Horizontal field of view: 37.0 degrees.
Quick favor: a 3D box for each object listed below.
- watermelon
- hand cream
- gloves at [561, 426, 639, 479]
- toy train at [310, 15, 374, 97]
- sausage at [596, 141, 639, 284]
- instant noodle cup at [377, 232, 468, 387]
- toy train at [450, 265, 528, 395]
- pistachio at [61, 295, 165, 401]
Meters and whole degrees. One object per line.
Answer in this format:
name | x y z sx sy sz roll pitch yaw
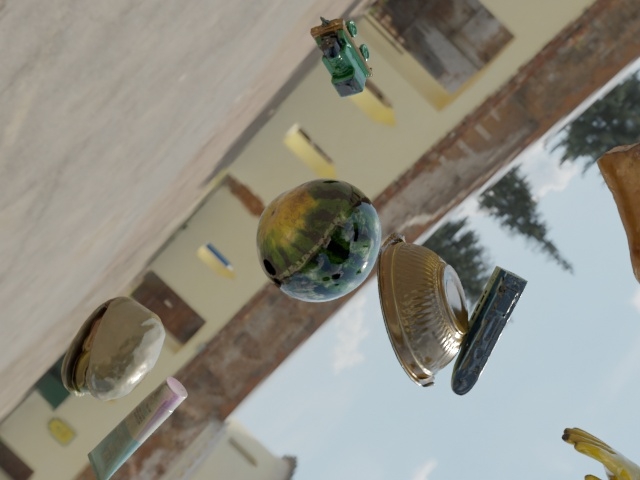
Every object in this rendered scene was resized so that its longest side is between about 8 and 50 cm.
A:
watermelon | -0.004 -0.001 1.963 0.269 0.269 0.269 -46 -176 4
hand cream | -0.454 0.456 2.319 0.312 0.070 0.111 -45 -131 8
gloves | 0.685 0.538 2.258 0.116 0.294 0.133 -53 -175 2
toy train | 0.053 -0.441 2.315 0.091 0.228 0.136 -12 -130 24
sausage | 0.570 -0.039 1.677 0.109 0.271 0.109 -16 176 -1
instant noodle cup | 0.193 0.113 1.651 0.090 0.274 0.274 -15 -163 23
toy train | 0.284 0.161 1.680 0.234 0.052 0.051 -65 -161 7
pistachio | -0.456 0.238 2.135 0.166 0.197 0.288 -3 -155 21
